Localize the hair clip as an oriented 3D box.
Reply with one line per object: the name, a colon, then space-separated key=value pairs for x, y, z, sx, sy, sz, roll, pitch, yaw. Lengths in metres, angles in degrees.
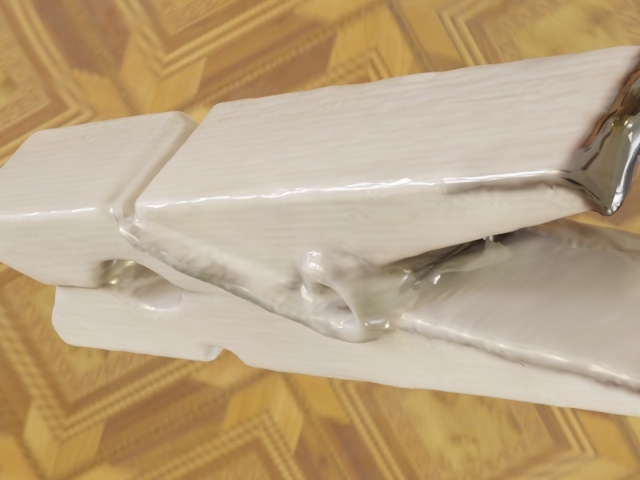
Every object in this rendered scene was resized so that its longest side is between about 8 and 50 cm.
hair clip: x=0.002 y=-0.003 z=0.690 sx=0.101 sy=0.330 sz=0.085 roll=52 pitch=58 yaw=-31
